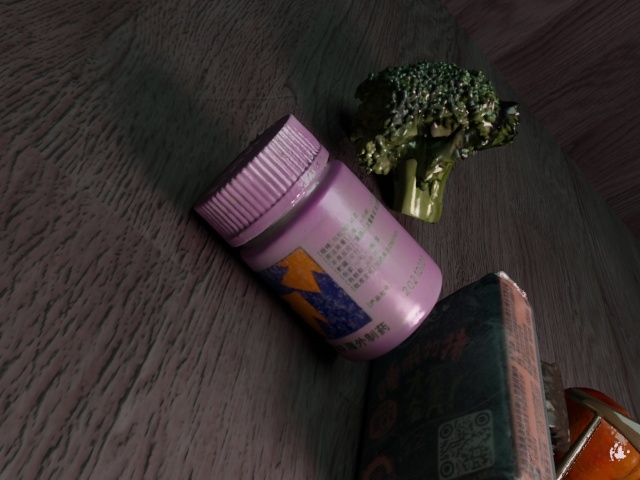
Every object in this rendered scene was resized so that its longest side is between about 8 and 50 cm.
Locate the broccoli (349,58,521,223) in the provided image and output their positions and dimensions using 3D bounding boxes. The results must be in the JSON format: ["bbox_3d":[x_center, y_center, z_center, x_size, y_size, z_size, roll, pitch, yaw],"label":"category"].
[{"bbox_3d":[0.195,-0.205,1.162,0.277,0.338,0.317,12,69,-12],"label":"broccoli"}]

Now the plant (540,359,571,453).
[{"bbox_3d":[0.311,0.323,0.953,0.149,0.146,0.274,36,45,-43],"label":"plant"}]

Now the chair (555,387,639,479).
[{"bbox_3d":[0.269,0.320,0.758,0.188,0.272,0.166,47,-11,-14],"label":"chair"}]

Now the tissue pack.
[{"bbox_3d":[0.159,0.206,0.775,0.103,0.228,0.315,42,34,-20],"label":"tissue pack"}]

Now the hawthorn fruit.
[{"bbox_3d":[0.442,0.334,1.091,0.196,0.196,0.225,30,24,-35],"label":"hawthorn fruit"}]

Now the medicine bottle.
[{"bbox_3d":[0.000,0.000,0.800,0.291,0.178,0.178,45,33,-16],"label":"medicine bottle"}]
